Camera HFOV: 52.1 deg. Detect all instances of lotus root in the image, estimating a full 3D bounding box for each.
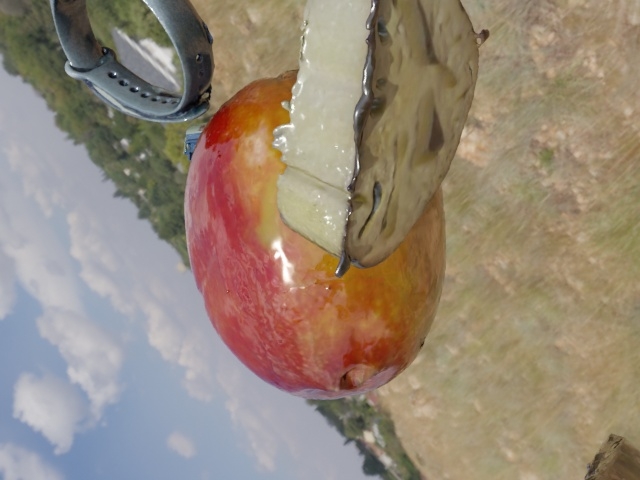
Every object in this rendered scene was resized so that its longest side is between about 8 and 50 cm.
[{"bbox_3d":[0.049,-0.108,0.472,0.074,0.261,0.170,27,-156,36],"label":"lotus root"}]

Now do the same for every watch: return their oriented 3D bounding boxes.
[{"bbox_3d":[-0.212,-0.222,0.717,0.206,0.068,0.193,7,129,38],"label":"watch"}]

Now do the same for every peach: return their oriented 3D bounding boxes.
[{"bbox_3d":[-0.002,0.000,0.752,0.372,0.289,0.373,33,128,55],"label":"peach"}]

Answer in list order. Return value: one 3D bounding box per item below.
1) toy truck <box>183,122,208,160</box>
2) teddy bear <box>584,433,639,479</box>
[{"bbox_3d":[-0.149,-0.163,1.097,0.201,0.088,0.074,2,-176,41],"label":"toy truck"},{"bbox_3d":[0.161,0.209,0.253,0.246,0.223,0.296,12,171,35],"label":"teddy bear"}]
